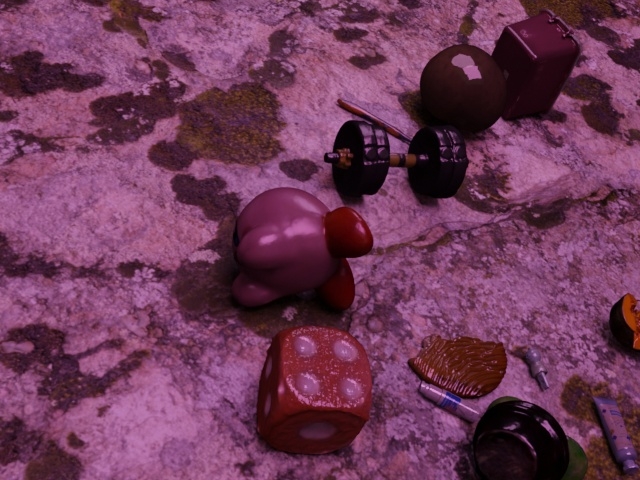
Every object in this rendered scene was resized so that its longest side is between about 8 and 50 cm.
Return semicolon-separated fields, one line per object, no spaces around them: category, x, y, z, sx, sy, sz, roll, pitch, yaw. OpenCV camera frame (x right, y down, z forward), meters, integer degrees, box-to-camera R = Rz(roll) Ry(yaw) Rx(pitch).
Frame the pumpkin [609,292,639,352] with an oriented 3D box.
pumpkin;0.749;0.205;1.808;0.183;0.108;0.119;28;53;-9

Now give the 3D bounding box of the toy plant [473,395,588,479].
toy plant;0.394;0.393;1.467;0.218;0.175;0.235;43;23;23

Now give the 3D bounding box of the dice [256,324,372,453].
dice;-0.016;0.266;1.382;0.173;0.175;0.179;7;50;-16

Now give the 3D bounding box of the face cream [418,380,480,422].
face cream;0.256;0.321;1.547;0.130;0.034;0.034;28;46;1

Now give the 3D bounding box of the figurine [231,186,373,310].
figurine;-0.053;0.001;1.550;0.261;0.270;0.211;-3;53;-12

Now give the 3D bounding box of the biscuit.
biscuit;0.303;0.251;1.629;0.228;0.031;0.176;-29;69;-37

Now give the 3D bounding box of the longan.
longan;0.392;-0.411;2.111;0.248;0.248;0.248;12;48;-14

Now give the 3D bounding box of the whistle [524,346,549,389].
whistle;0.473;0.277;1.678;0.035;0.035;0.100;-1;53;-23

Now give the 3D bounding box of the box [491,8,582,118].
box;0.596;-0.496;2.225;0.167;0.294;0.193;-20;60;-23

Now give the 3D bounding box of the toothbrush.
toothbrush;0.186;-0.299;2.052;0.320;0.023;0.031;27;39;-1

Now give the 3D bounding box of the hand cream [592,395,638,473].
hand cream;0.626;0.408;1.629;0.064;0.043;0.171;13;43;-20

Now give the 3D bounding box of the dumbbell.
dumbbell;0.189;-0.193;1.852;0.388;0.185;0.185;-1;53;-24
